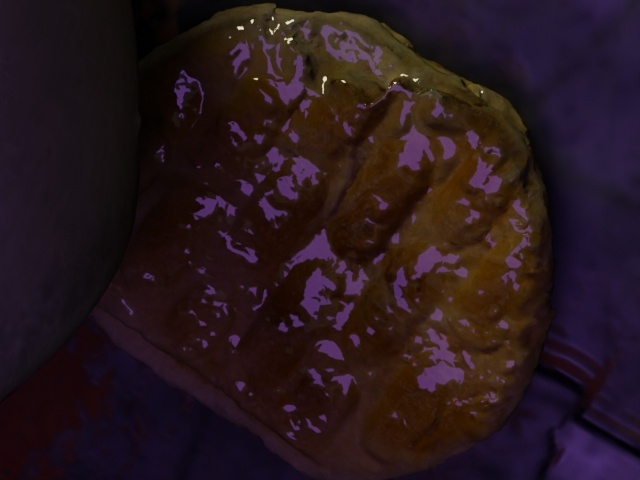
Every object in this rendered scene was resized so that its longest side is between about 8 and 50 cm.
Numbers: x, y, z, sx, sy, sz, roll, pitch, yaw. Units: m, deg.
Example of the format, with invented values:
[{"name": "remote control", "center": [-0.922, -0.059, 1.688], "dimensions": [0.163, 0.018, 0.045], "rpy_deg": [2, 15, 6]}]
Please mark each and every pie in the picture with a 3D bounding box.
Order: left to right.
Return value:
[{"name": "pie", "center": [0.000, 0.000, 0.749], "dimensions": [0.195, 0.046, 0.195], "rpy_deg": [6, 113, 15]}]

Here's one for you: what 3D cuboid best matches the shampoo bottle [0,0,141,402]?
[{"name": "shampoo bottle", "center": [-0.220, -0.068, 0.635], "dimensions": [0.322, 0.322, 0.317], "rpy_deg": [-15, 111, 21]}]
